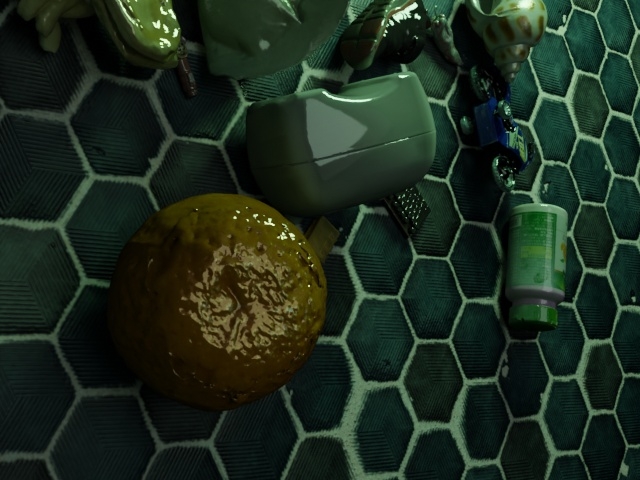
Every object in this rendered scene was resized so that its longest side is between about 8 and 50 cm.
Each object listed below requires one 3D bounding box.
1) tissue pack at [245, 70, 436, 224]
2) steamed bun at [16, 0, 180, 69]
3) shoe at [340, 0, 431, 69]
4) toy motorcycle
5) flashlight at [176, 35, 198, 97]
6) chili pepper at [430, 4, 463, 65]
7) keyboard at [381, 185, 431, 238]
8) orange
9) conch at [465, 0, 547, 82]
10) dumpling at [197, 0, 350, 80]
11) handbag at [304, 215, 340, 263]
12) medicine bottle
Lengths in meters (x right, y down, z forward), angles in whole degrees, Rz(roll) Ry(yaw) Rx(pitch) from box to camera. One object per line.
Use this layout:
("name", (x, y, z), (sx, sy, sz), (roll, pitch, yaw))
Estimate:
("tissue pack", (0.043, -0.167, 1.700), (0.333, 0.229, 0.236), (-17, 99, -32))
("steamed bun", (-0.391, -0.450, 1.463), (0.428, 0.189, 0.247), (70, 22, -8))
("shoe", (0.143, -0.419, 1.919), (0.137, 0.114, 0.291), (57, 50, -23))
("toy motorcycle", (0.408, -0.254, 2.105), (0.169, 0.113, 0.315), (6, 70, -49))
("flashlight", (-0.239, -0.304, 1.630), (0.052, 0.031, 0.110), (-24, 97, -40))
("chili pepper", (0.277, -0.450, 2.073), (0.050, 0.041, 0.153), (-41, 125, -16))
("keyboard", (0.123, -0.153, 1.903), (0.106, 0.027, 0.317), (-48, 112, -35))
("orange", (-0.165, 0.093, 1.456), (0.340, 0.293, 0.341), (1, 87, -23))
("conch", (0.424, -0.498, 2.121), (0.149, 0.182, 0.275), (77, 12, -58))
("dumpling", (-0.086, -0.453, 1.685), (0.270, 0.212, 0.321), (-3, 99, -3))
("handbag", (0.000, 0.000, 1.774), (0.061, 0.027, 0.083), (46, 56, -22))
("medicine bottle", (0.483, 0.063, 2.090), (0.133, 0.133, 0.274), (18, 72, -36))
